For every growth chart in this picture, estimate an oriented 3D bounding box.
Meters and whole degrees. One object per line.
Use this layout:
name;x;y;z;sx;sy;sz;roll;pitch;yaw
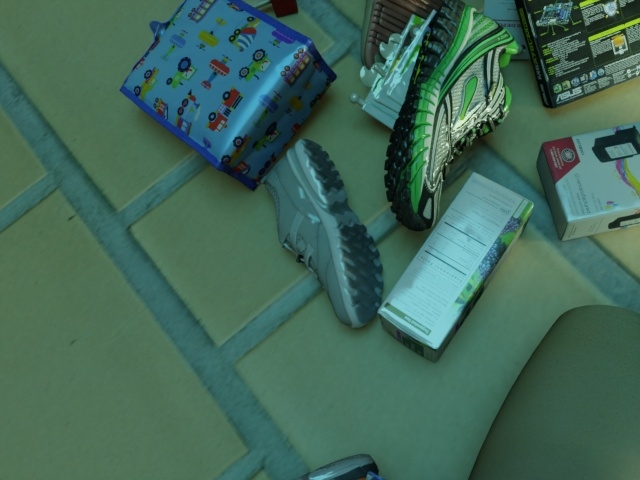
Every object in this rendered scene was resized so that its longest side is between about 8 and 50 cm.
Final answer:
growth chart;0.169;-0.256;1.054;0.172;0.021;0.237;40;87;-3

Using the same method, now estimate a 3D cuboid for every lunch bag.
lunch bag;-0.164;-0.256;1.069;0.293;0.138;0.221;38;92;20

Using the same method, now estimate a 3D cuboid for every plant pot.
plant pot;0.308;0.218;0.789;0.256;0.257;0.274;14;56;15

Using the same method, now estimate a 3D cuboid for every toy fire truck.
toy fire truck;-0.131;-0.347;1.168;0.192;0.047;0.135;-9;68;7

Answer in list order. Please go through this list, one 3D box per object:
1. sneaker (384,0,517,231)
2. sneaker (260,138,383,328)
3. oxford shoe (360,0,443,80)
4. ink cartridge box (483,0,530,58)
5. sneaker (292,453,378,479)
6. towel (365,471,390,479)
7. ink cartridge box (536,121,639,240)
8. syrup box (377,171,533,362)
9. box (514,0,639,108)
sneaker;0.184;-0.168;0.949;0.146;0.134;0.344;21;74;-3
sneaker;0.000;0.000;1.004;0.115;0.105;0.281;-32;66;29
oxford shoe;0.139;-0.432;1.133;0.146;0.140;0.397;8;76;58
ink cartridge box;0.302;-0.373;1.067;0.104;0.180;0.060;6;31;12
sneaker;-0.039;0.399;0.840;0.321;0.124;0.180;-34;71;7
towel;0.191;0.378;0.752;0.335;0.243;0.040;16;40;15
ink cartridge box;0.402;-0.085;0.964;0.175;0.072;0.128;-12;67;5
syrup box;0.180;0.037;0.943;0.096;0.093;0.237;31;77;19
box;0.393;-0.309;1.015;0.190;0.045;0.184;-21;102;1
